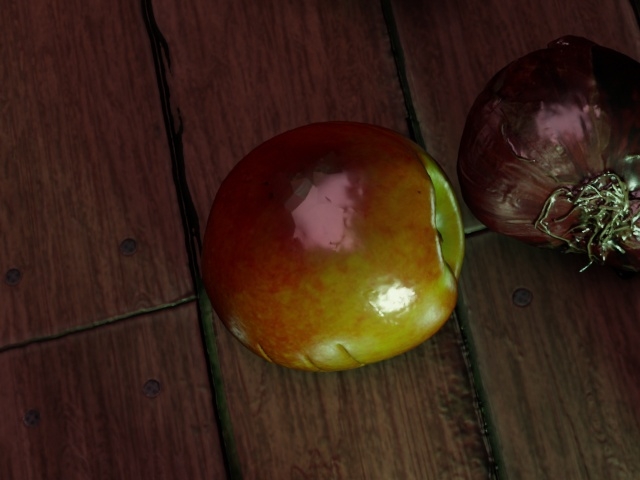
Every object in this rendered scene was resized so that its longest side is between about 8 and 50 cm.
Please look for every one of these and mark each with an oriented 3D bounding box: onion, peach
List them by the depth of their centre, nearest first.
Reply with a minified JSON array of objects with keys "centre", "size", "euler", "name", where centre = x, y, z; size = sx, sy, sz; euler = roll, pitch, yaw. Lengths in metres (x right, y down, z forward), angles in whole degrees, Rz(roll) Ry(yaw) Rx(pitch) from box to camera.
[{"centre":[0.277,-0.078,1.700],"size":[0.281,0.281,0.221],"euler":[33,121,21],"name":"onion"},{"centre":[0.000,0.000,1.739],"size":[0.275,0.245,0.248],"euler":[-15,37,16],"name":"peach"}]
